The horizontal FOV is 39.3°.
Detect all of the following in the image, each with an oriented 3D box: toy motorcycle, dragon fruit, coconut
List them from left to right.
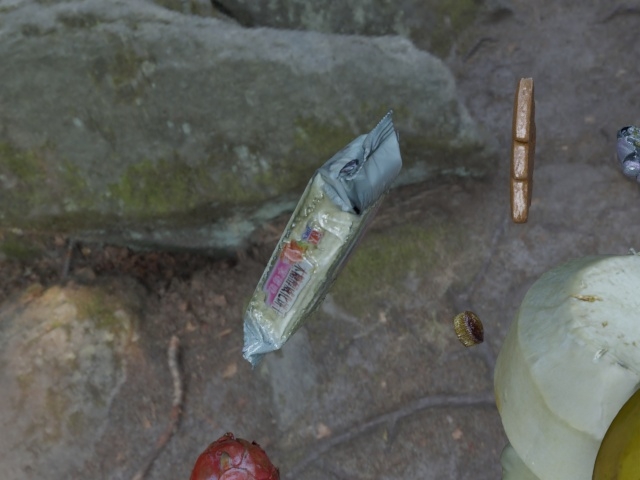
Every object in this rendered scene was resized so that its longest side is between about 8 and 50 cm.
[{"bbox_3d":[-0.159,0.459,1.654,0.172,0.172,0.209,-28,60,-13],"label":"dragon fruit"},{"bbox_3d":[0.374,0.180,1.150,0.322,0.323,0.323,-11,38,9],"label":"coconut"},{"bbox_3d":[0.645,-0.150,1.711,0.152,0.073,0.225,-29,50,-33],"label":"toy motorcycle"}]

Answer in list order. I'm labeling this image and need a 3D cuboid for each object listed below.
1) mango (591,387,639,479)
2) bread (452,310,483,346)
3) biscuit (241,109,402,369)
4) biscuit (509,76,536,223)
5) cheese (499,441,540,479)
[{"bbox_3d":[0.483,0.228,0.851,0.445,0.232,0.300,-23,63,11],"label":"mango"},{"bbox_3d":[0.347,0.203,2.068,0.053,0.085,0.085,-28,32,26],"label":"bread"},{"bbox_3d":[-0.002,0.002,1.066,0.079,0.309,0.186,34,30,5],"label":"biscuit"},{"bbox_3d":[0.399,-0.197,1.779,0.043,0.306,0.284,3,45,16],"label":"biscuit"},{"bbox_3d":[0.421,0.455,1.470,0.115,0.318,0.326,-27,76,-41],"label":"cheese"}]
